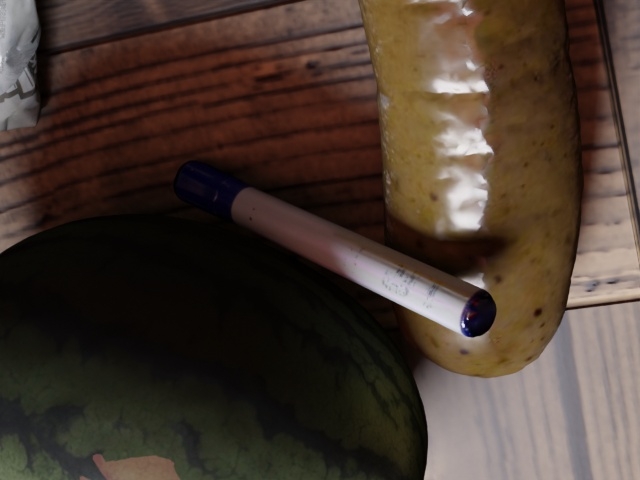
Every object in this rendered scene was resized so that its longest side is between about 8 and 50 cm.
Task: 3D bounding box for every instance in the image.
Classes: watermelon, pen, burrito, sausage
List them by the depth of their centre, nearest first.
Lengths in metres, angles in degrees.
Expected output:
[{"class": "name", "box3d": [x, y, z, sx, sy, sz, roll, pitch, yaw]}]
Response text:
[{"class": "sausage", "box3d": [0.080, -0.144, 0.732, 0.136, 0.123, 0.501, 8, 119, 41]}, {"class": "pen", "box3d": [0.000, 0.000, 0.786, 0.269, 0.033, 0.033, 24, 123, 40]}, {"class": "watermelon", "box3d": [-0.109, 0.122, 0.811, 0.359, 0.279, 0.279, 19, 117, 8]}, {"class": "burrito", "box3d": [-0.217, -0.149, 0.818, 0.064, 0.064, 0.203, 16, 130, 7]}]
